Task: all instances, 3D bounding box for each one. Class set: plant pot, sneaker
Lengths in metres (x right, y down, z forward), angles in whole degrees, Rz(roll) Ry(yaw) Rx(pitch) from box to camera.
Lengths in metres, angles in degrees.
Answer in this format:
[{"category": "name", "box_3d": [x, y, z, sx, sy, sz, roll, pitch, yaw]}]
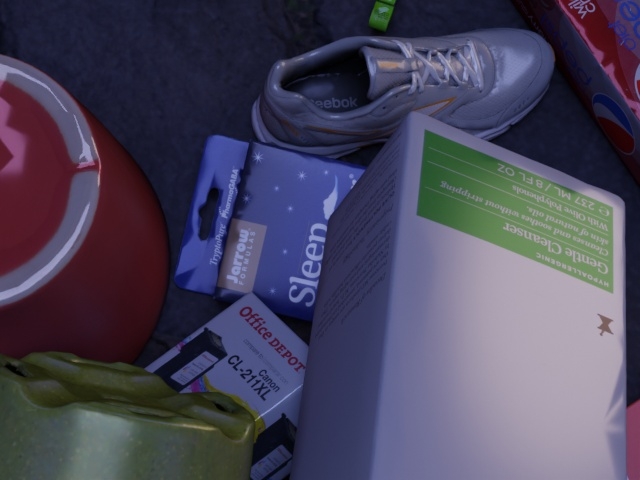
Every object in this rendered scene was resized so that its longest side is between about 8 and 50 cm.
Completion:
[{"category": "plant pot", "box_3d": [-0.253, -0.012, 1.220, 0.274, 0.243, 0.275, 1, 74, -2]}, {"category": "sneaker", "box_3d": [0.074, -0.129, 1.328, 0.262, 0.121, 0.099, -14, 77, -6]}, {"category": "plant pot", "box_3d": [-0.155, 0.212, 1.026, 0.276, 0.276, 0.254, 14, 93, 1]}]

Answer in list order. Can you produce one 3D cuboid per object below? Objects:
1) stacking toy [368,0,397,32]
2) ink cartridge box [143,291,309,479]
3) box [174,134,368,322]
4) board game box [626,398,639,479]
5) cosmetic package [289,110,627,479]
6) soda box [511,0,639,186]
[{"category": "stacking toy", "box_3d": [0.011, -0.299, 1.412, 0.167, 0.052, 0.221, 17, 77, 4]}, {"category": "ink cartridge box", "box_3d": [-0.080, 0.138, 1.244, 0.175, 0.072, 0.127, -37, 41, -12]}, {"category": "box", "box_3d": [0.000, 0.000, 1.318, 0.225, 0.036, 0.136, 13, 89, 2]}, {"category": "board game box", "box_3d": [0.281, 0.294, 1.251, 0.242, 0.064, 0.317, -32, 78, -10]}, {"category": "cosmetic package", "box_3d": [0.098, 0.114, 1.131, 0.197, 0.155, 0.366, 20, 48, -16]}, {"category": "soda box", "box_3d": [0.263, -0.153, 1.362, 0.092, 0.083, 0.263, -30, 77, -11]}]
